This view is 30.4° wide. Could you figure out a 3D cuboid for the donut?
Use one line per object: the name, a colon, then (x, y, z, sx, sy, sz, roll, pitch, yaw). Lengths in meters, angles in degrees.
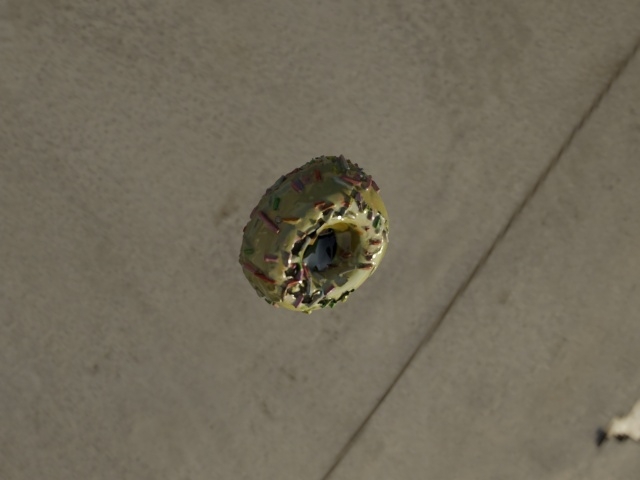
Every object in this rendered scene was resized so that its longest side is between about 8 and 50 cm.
donut: (0.000, 0.000, 1.191, 0.175, 0.068, 0.174, -24, 135, -26)
